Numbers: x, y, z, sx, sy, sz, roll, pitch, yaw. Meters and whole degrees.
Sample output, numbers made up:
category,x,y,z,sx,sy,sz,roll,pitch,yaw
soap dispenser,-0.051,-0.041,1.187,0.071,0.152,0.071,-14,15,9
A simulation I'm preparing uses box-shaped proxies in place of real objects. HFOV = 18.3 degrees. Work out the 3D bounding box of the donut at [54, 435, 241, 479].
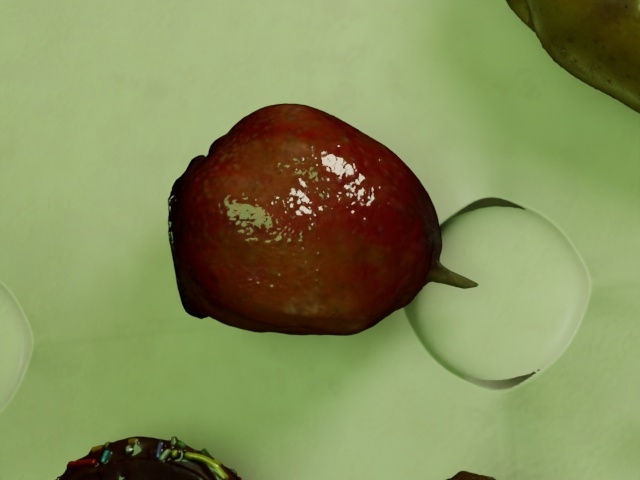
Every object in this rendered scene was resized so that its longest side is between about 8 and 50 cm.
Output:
category,x,y,z,sx,sy,sz,roll,pitch,yaw
donut,-0.135,0.272,1.624,0.235,0.089,0.235,-2,85,22

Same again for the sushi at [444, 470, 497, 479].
category,x,y,z,sx,sy,sz,roll,pitch,yaw
sushi,0.161,0.287,1.464,0.296,0.167,0.179,25,101,3

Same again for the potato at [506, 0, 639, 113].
category,x,y,z,sx,sy,sz,roll,pitch,yaw
potato,0.269,-0.194,1.478,0.369,0.176,0.195,40,72,17

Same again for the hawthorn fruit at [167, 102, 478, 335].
category,x,y,z,sx,sy,sz,roll,pitch,yaw
hawthorn fruit,0.000,0.000,1.556,0.251,0.189,0.189,22,93,11
